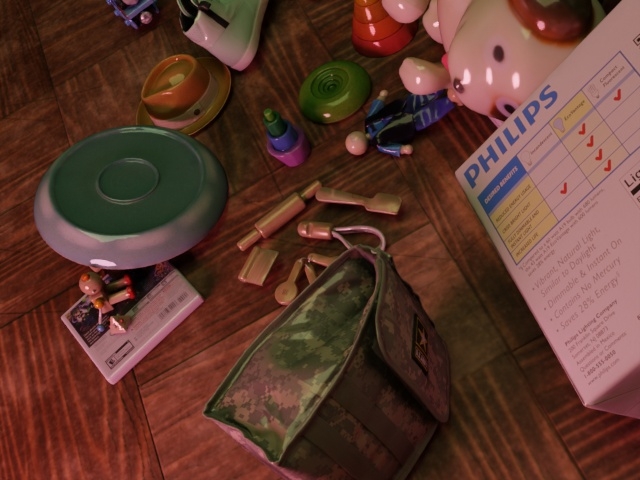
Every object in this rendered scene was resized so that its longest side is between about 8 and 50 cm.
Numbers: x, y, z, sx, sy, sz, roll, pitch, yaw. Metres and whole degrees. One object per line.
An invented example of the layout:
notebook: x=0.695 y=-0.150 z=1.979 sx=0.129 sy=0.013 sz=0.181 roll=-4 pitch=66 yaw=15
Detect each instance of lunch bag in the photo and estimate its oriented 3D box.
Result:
lunch bag: x=0.041 y=0.174 z=1.230 sx=0.169 sy=0.235 sz=0.287 roll=23 pitch=71 yaw=41

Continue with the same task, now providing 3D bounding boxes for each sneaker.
sneaker: x=-0.176 y=-0.441 z=1.802 sx=0.094 sy=0.151 sz=0.255 roll=-31 pitch=44 yaw=41

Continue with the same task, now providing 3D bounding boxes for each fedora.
fedora: x=-0.255 y=-0.268 z=1.778 sx=0.194 sy=0.079 sz=0.194 roll=-13 pitch=54 yaw=18

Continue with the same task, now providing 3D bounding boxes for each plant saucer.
plant saucer: x=-0.309 y=-0.087 z=1.631 sx=0.318 sy=0.043 sz=0.317 roll=0 pitch=48 yaw=0

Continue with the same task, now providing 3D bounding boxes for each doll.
doll: x=0.123 y=-0.192 z=1.566 sx=0.189 sy=0.046 sz=0.129 roll=-32 pitch=58 yaw=10

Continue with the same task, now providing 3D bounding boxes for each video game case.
video game case: x=-0.297 y=0.107 z=1.577 sx=0.190 sy=0.022 sz=0.173 roll=-43 pitch=51 yaw=-6

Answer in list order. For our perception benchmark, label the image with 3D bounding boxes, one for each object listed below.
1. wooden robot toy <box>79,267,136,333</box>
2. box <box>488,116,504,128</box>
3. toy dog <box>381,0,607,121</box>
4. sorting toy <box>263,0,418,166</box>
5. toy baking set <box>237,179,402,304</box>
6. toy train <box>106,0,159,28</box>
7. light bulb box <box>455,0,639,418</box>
wooden robot toy: x=-0.339 y=0.063 z=1.561 sx=0.076 sy=0.079 sz=0.173 roll=-27 pitch=51 yaw=7
box: x=0.353 y=-0.202 z=1.470 sx=0.186 sy=0.038 sz=0.145 roll=-33 pitch=49 yaw=3
toy dog: x=0.283 y=-0.303 z=1.390 sx=0.396 sy=0.284 sz=0.408 roll=3 pitch=40 yaw=6
sorting toy: x=0.018 y=-0.294 z=1.636 sx=0.127 sy=0.126 sz=0.365 roll=25 pitch=70 yaw=36
toy baking set: x=-0.005 y=-0.003 z=1.512 sx=0.256 sy=0.030 sz=0.197 roll=-42 pitch=53 yaw=-6
toy train: x=-0.389 y=-0.492 z=1.979 sx=0.080 sy=0.105 sz=0.184 roll=-39 pitch=50 yaw=-3
light bulb box: x=0.401 y=-0.043 z=1.132 sx=0.358 sy=0.225 sz=0.361 roll=-47 pitch=45 yaw=28
